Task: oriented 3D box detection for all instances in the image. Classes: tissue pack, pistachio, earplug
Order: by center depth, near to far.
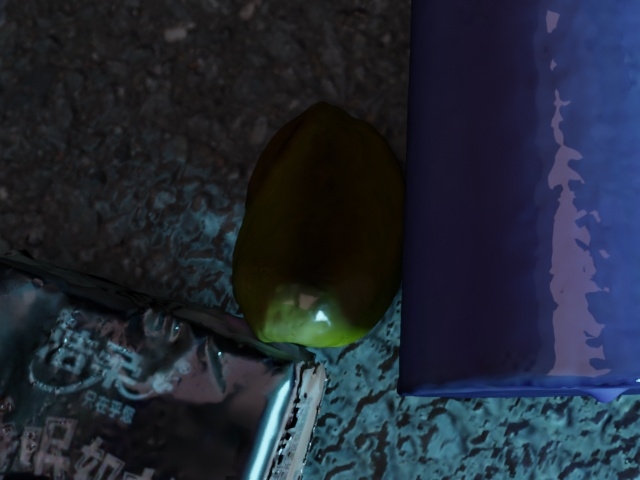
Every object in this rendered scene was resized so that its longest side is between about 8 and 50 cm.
[{"bbox_3d":[0.147,-0.128,1.022,0.215,0.215,0.456,-3,83,13],"label":"earplug"},{"bbox_3d":[0.003,0.000,1.093,0.110,0.100,0.189,19,49,-14],"label":"pistachio"},{"bbox_3d":[-0.152,0.189,1.114,0.245,0.123,0.332,19,95,8],"label":"tissue pack"}]
